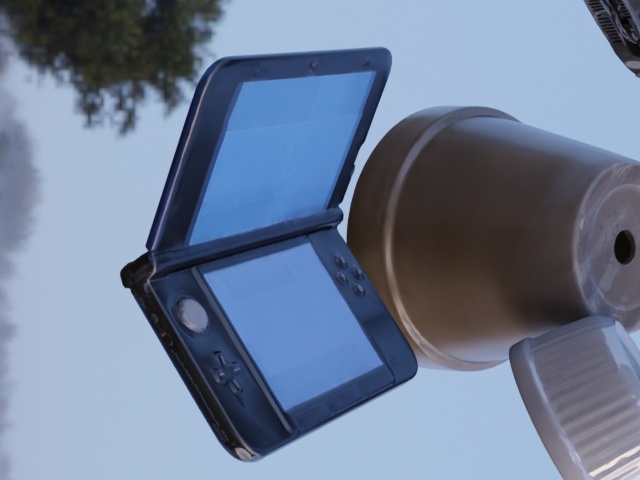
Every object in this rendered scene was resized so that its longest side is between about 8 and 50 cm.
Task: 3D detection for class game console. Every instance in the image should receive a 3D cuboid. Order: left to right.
[{"bbox_3d":[0.000,0.000,1.126,0.173,0.293,0.250,-37,-100,30],"label":"game console"}]

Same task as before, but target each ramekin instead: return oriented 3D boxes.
[{"bbox_3d":[0.287,0.173,1.437,0.207,0.109,0.207,55,16,-23],"label":"ramekin"}]

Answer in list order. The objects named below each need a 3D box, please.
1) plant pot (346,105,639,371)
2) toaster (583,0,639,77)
[{"bbox_3d":[0.241,0.002,1.624,0.280,0.323,0.323,3,-86,48],"label":"plant pot"},{"bbox_3d":[0.279,-0.241,1.130,0.129,0.227,0.146,-3,-119,33],"label":"toaster"}]
